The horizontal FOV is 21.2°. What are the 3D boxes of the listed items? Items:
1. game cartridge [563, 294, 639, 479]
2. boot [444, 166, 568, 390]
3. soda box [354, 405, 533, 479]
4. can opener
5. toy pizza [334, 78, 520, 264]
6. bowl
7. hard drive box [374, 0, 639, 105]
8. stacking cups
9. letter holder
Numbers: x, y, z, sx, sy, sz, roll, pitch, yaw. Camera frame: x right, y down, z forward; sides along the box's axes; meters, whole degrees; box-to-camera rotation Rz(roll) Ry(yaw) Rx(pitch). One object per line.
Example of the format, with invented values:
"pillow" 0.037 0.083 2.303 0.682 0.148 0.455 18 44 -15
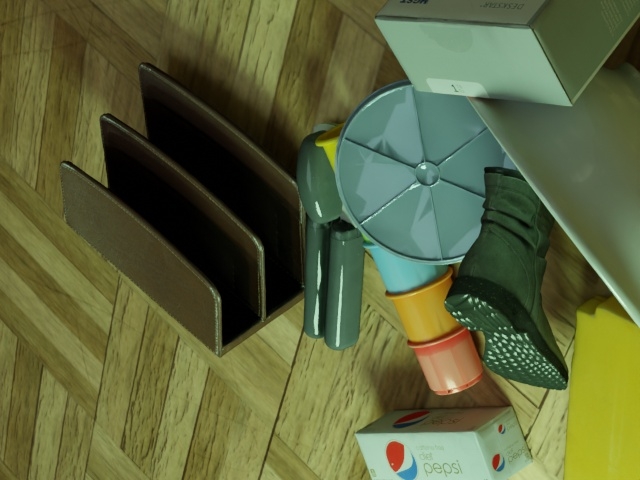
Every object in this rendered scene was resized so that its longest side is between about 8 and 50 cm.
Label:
"game cartridge" 0.369 0.233 1.704 0.285 0.053 0.323 27 129 39
"boot" 0.210 0.040 1.707 0.083 0.161 0.246 7 155 30
"soda box" 0.139 0.238 1.967 0.216 0.069 0.074 -10 104 52
"can opener" 0.000 0.000 1.957 0.076 0.095 0.283 27 125 40
"toy pizza" 0.114 -0.073 1.764 0.201 0.032 0.201 5 110 15
"bowl" 0.259 -0.064 1.516 0.298 0.134 0.298 51 -172 -11
"hard drive box" 0.188 -0.230 1.450 0.181 0.232 0.089 13 145 47
"stacking cups" 0.099 0.016 1.857 0.096 0.096 0.316 -12 105 53
"letter holder" -0.168 -0.048 2.058 0.302 0.152 0.214 38 148 29
